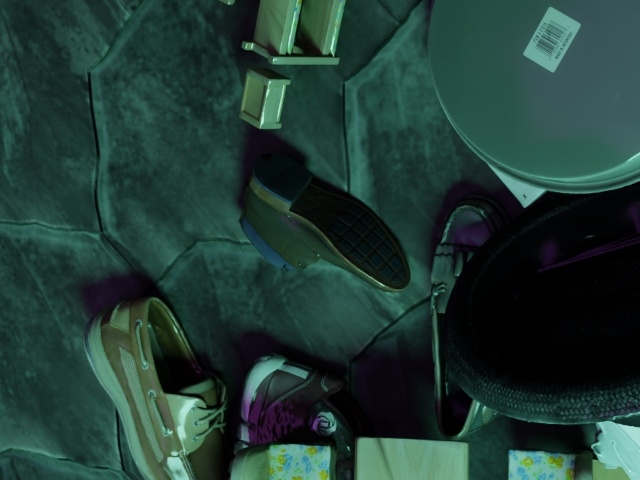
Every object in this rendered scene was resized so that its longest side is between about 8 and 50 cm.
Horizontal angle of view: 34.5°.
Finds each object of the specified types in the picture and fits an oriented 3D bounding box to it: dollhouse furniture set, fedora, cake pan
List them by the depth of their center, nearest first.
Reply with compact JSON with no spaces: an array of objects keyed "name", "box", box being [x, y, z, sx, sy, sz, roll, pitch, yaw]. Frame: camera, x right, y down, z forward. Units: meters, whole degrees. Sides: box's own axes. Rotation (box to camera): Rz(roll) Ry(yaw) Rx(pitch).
[{"name":"cake pan","box":[0.224,-0.184,0.942,0.293,0.054,0.293,7,105,28]},{"name":"fedora","box":[0.290,0.081,0.970,0.334,0.334,0.152,-13,129,29]},{"name":"dollhouse furniture set","box":[0.082,0.397,1.013,0.362,0.256,0.393,0,84,15]},{"name":"dollhouse furniture set","box":[-0.056,-0.237,1.134,0.161,0.101,0.181,35,121,42]}]

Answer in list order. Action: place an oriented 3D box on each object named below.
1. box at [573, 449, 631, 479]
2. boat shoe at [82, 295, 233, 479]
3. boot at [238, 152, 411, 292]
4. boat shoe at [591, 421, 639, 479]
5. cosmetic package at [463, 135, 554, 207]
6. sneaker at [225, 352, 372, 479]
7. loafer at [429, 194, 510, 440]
[{"name":"box","box":[0.361,0.330,1.116,0.165,0.021,0.201,0,105,27]},{"name":"boat shoe","box":[-0.178,0.216,1.300,0.116,0.123,0.324,-30,92,29]},{"name":"boot","box":[0.000,0.000,1.183,0.219,0.082,0.106,40,141,6]},{"name":"boat shoe","box":[0.317,0.215,1.068,0.063,0.066,0.184,-44,80,17]},{"name":"cosmetic package","box":[0.261,-0.145,0.997,0.239,0.060,0.099,-43,79,30]},{"name":"sneaker","box":[-0.023,0.285,1.235,0.163,0.106,0.281,9,98,18]},{"name":"loafer","box":[0.162,0.088,1.106,0.096,0.084,0.267,6,108,26]}]
